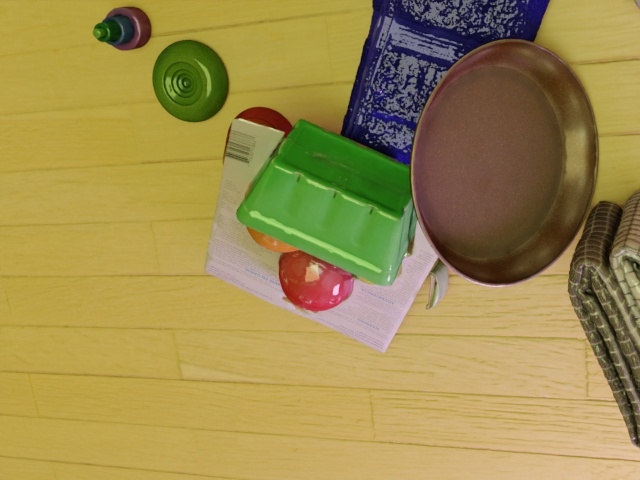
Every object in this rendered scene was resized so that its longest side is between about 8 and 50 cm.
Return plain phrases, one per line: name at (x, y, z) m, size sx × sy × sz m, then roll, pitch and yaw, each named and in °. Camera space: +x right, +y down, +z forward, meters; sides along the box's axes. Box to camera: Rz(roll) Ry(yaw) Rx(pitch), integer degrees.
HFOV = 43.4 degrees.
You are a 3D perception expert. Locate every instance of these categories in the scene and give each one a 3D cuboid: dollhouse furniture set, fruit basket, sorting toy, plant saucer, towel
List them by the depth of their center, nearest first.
towel at (0.417, 0.100, 1.024) m, size 0.121 × 0.235 × 0.283 m, roll -23°, pitch 99°, yaw 29°
plant saucer at (0.230, -0.096, 1.029) m, size 0.050 × 0.311 × 0.310 m, roll 14°, pitch 120°, yaw 58°
towel at (0.159, -0.241, 1.085) m, size 0.228 × 0.076 × 0.308 m, roll 20°, pitch 114°, yaw 13°
dollhouse furniture set at (0.195, 0.027, 1.166) m, size 0.059 × 0.076 × 0.151 m, roll 9°, pitch 111°, yaw 18°
fruit basket at (0.000, 0.000, 1.181) m, size 0.327 × 0.165 × 0.353 m, roll 24°, pitch 144°, yaw 4°
sorting toy at (-0.201, -0.212, 1.200) m, size 0.365 × 0.126 × 0.127 m, roll 42°, pitch 117°, yaw 1°

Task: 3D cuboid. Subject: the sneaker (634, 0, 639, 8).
sneaker at (0.447, -0.366, 0.876) m, size 0.269 × 0.153 × 0.101 m, roll -31°, pitch 54°, yaw 31°
